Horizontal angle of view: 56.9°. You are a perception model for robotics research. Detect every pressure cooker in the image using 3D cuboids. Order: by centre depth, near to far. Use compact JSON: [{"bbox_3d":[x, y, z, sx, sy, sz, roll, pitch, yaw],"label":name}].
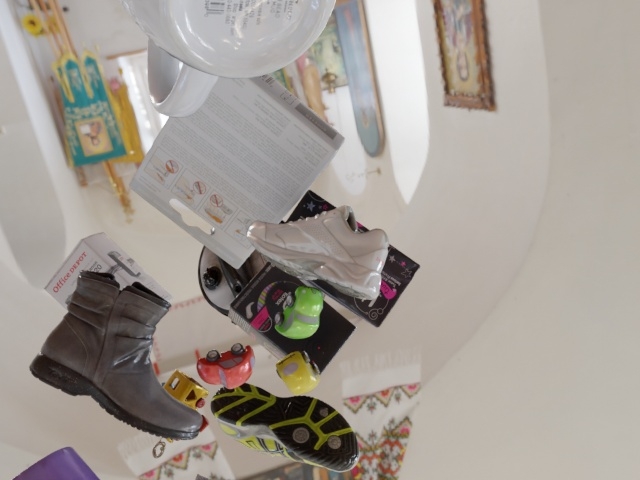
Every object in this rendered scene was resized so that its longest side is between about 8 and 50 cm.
[{"bbox_3d":[-0.206,0.108,2.013,0.369,0.376,0.420,17,174,32],"label":"pressure cooker"}]

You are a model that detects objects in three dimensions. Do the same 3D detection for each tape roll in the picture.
[{"bbox_3d":[-0.371,0.361,0.750,0.189,0.080,0.189,-45,171,-10],"label":"tape roll"}]

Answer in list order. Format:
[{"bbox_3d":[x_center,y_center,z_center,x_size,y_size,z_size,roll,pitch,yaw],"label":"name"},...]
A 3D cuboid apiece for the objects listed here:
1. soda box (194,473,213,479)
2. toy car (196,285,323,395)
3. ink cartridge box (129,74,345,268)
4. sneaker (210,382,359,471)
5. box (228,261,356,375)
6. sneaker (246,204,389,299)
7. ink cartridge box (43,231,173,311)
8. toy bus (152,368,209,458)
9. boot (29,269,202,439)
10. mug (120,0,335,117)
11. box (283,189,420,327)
[{"bbox_3d":[-0.291,0.641,1.315,0.069,0.074,0.216,23,-144,0],"label":"soda box"},{"bbox_3d":[-0.061,0.175,0.984,0.238,0.225,0.053,15,-153,-31],"label":"toy car"},{"bbox_3d":[-0.182,-0.162,1.233,0.385,0.308,0.091,-47,-171,32],"label":"ink cartridge box"},{"bbox_3d":[-0.080,0.459,1.434,0.384,0.147,0.145,16,-133,23],"label":"sneaker"},{"bbox_3d":[-0.074,0.200,1.451,0.165,0.270,0.143,-50,177,-20],"label":"box"},{"bbox_3d":[0.000,0.000,0.830,0.232,0.115,0.090,19,166,31],"label":"sneaker"},{"bbox_3d":[-0.458,0.113,1.279,0.158,0.218,0.092,-47,177,16],"label":"ink cartridge box"},{"bbox_3d":[-0.395,0.442,1.559,0.190,0.104,0.202,-24,-132,19],"label":"toy bus"},{"bbox_3d":[-0.329,0.208,1.085,0.223,0.338,0.118,-62,-164,-10],"label":"boot"},{"bbox_3d":[-0.136,-0.317,0.689,0.276,0.374,0.328,4,-132,-31],"label":"mug"},{"bbox_3d":[0.043,0.041,1.122,0.142,0.247,0.163,-54,173,-3],"label":"box"}]
